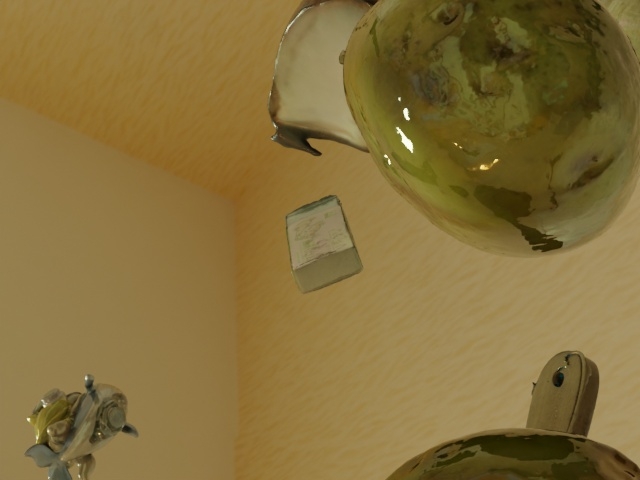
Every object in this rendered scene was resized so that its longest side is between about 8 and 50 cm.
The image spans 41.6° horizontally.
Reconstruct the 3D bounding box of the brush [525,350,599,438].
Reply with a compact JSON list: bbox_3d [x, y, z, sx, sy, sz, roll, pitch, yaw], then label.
[{"bbox_3d":[0.112,0.216,0.539,0.065,0.070,0.327,28,-112,-13],"label":"brush"}]

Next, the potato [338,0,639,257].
[{"bbox_3d":[0.099,-0.076,0.498,0.197,0.149,0.228,33,178,23],"label":"potato"}]

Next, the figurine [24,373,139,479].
[{"bbox_3d":[-0.367,0.283,1.257,0.128,0.183,0.208,59,-153,-17],"label":"figurine"}]

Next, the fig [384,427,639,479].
[{"bbox_3d":[0.084,0.159,0.389,0.154,0.166,0.144,10,-152,-28],"label":"fig"}]

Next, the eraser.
[{"bbox_3d":[0.000,0.000,0.485,0.083,0.038,0.019,-101,-13,-67],"label":"eraser"}]

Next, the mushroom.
[{"bbox_3d":[0.097,-0.342,1.193,0.224,0.314,0.397,22,-120,10],"label":"mushroom"}]

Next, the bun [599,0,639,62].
[{"bbox_3d":[0.406,-0.201,1.032,0.239,0.141,0.239,32,174,4],"label":"bun"}]
